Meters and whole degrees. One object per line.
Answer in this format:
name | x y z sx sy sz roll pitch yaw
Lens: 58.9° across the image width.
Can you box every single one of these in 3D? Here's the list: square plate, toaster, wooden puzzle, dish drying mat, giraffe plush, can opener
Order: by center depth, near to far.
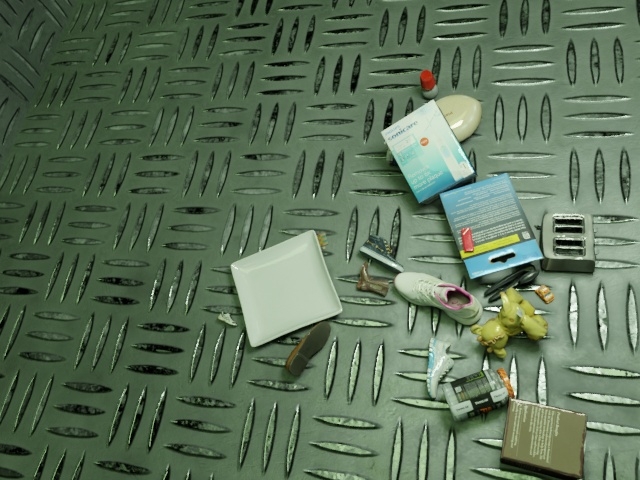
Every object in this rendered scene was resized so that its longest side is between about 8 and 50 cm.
giraffe plush | 0.566 0.265 1.729 0.170 0.210 0.181 -49 61 24
toaster | 0.783 0.006 1.807 0.186 0.110 0.168 2 65 18
can opener | 0.613 0.135 1.827 0.186 0.073 0.059 -29 68 12
dish drying mat | 0.478 -0.003 1.840 0.032 0.008 0.083 -8 63 13
square plate | -0.126 0.171 2.035 0.344 0.049 0.347 -23 60 6
wooden puzzle | 0.000 0.000 2.105 0.049 0.006 0.083 -19 61 7

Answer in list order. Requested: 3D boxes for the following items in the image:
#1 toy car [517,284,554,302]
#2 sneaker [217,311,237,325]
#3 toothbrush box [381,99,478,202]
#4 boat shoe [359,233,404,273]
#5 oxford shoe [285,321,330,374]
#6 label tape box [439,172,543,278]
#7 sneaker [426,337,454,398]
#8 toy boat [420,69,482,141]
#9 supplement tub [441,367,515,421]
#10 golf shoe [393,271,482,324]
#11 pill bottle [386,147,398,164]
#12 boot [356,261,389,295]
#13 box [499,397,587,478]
toy car | 0.674 0.178 1.795 0.122 0.040 0.060 -20 61 6
sneaker | -0.333 0.282 2.052 0.083 0.032 0.037 21 73 24
toothbrush box | 0.384 -0.305 1.995 0.216 0.126 0.295 -29 79 19
boat shoe | 0.228 0.043 1.981 0.183 0.065 0.083 30 77 28
oxford shoe | -0.049 0.354 1.915 0.212 0.076 0.076 -47 21 -20
label tape box | 0.564 -0.034 1.894 0.241 0.106 0.333 -17 62 9
sneaker | 0.373 0.398 1.764 0.083 0.071 0.190 5 66 13
toy boat | 0.459 -0.493 2.145 0.267 0.148 0.318 -23 68 10
supplement tub | 0.467 0.453 1.679 0.190 0.117 0.117 -21 61 7
golf shoe | 0.376 0.164 1.837 0.306 0.140 0.115 20 74 26
pill bottle | 0.314 -0.315 2.130 0.120 0.067 0.067 12 69 22
boot | 0.192 0.132 1.964 0.114 0.037 0.106 9 81 24
box | 0.609 0.549 1.560 0.203 0.167 0.168 9 67 20
